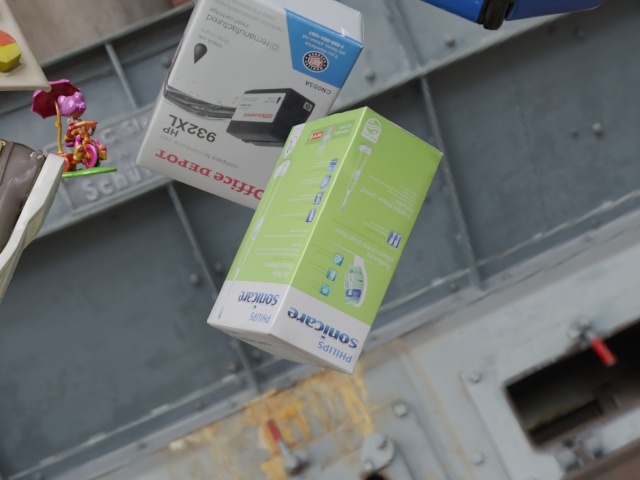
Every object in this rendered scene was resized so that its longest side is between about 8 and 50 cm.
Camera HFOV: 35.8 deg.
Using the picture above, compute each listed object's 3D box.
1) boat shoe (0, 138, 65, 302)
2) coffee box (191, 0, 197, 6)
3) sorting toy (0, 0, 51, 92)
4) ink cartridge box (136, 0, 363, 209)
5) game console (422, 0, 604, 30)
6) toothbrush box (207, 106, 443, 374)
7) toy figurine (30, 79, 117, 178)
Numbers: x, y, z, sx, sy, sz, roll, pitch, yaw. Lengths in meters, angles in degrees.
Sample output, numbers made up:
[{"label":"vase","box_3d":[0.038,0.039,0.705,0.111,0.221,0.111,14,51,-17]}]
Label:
[{"label":"boat shoe","box_3d":[-0.400,0.012,1.152,0.097,0.324,0.116,23,-36,-9]},{"label":"coffee box","box_3d":[-0.107,-0.448,1.556,0.168,0.119,0.297,-31,3,-15]},{"label":"sorting toy","box_3d":[-0.444,-0.258,1.193,0.208,0.193,0.038,-7,-32,-48]},{"label":"ink cartridge box","box_3d":[-0.104,-0.215,1.408,0.223,0.129,0.307,21,-57,-14]},{"label":"game console","box_3d":[0.196,-0.371,0.950,0.173,0.250,0.293,-50,-18,-48]},{"label":"toothbrush box","box_3d":[0.000,0.000,1.188,0.122,0.283,0.206,29,-13,-22]},{"label":"toy figurine","box_3d":[-0.405,-0.179,1.587,0.173,0.159,0.130,-2,8,42]}]
